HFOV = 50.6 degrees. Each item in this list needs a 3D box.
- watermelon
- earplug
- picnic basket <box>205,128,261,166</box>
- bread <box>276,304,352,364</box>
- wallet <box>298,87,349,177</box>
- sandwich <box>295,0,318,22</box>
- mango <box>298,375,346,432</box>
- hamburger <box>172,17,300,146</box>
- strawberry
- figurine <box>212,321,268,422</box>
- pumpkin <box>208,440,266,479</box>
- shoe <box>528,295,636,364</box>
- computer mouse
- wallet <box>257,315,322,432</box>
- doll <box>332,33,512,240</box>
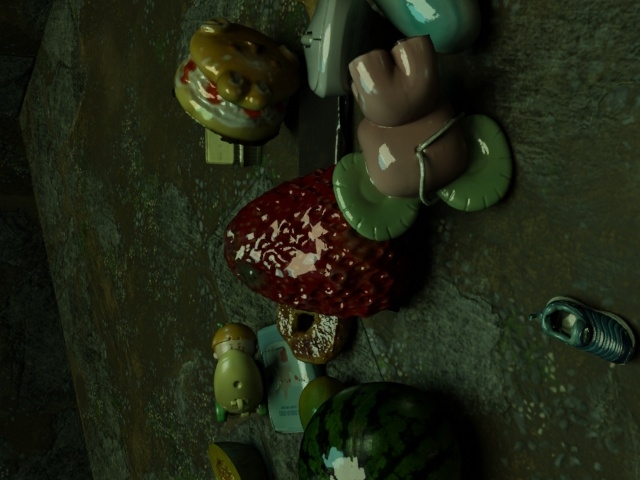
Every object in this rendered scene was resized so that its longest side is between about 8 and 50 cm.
[{"bbox_3d":[0.103,0.381,1.156,0.285,0.285,0.284,7,98,53],"label":"watermelon"},{"bbox_3d":[0.152,-0.436,1.112,0.323,0.185,0.185,59,136,24],"label":"earplug"},{"bbox_3d":[-0.219,-0.244,1.690,0.164,0.080,0.115,14,105,53],"label":"picnic basket"},{"bbox_3d":[-0.011,0.166,1.430,0.193,0.064,0.193,-1,87,34],"label":"bread"},{"bbox_3d":[0.003,-0.173,1.431,0.165,0.042,0.309,7,98,55],"label":"wallet"},{"bbox_3d":[-0.005,-0.580,1.389,0.212,0.063,0.244,-45,57,47],"label":"sandwich"},{"bbox_3d":[0.033,0.398,1.367,0.156,0.114,0.250,122,127,-81],"label":"mango"},{"bbox_3d":[-0.175,-0.347,1.454,0.186,0.261,0.302,-56,13,40],"label":"hamburger"},{"bbox_3d":[0.013,-0.001,1.218,0.292,0.310,0.291,-4,86,56],"label":"strawberry"},{"bbox_3d":[-0.194,0.301,1.597,0.324,0.124,0.222,98,166,-66],"label":"figurine"},{"bbox_3d":[-0.198,0.600,1.729,0.217,0.110,0.217,26,125,44],"label":"pumpkin"},{"bbox_3d":[0.368,0.125,0.944,0.143,0.071,0.063,32,119,42],"label":"shoe"},{"bbox_3d":[0.029,-0.344,1.184,0.121,0.297,0.184,15,109,16],"label":"computer mouse"},{"bbox_3d":[-0.059,0.307,1.533,0.176,0.075,0.250,-22,74,48],"label":"wallet"},{"bbox_3d":[0.145,-0.152,1.064,0.216,0.284,0.268,29,-138,-83],"label":"doll"}]
